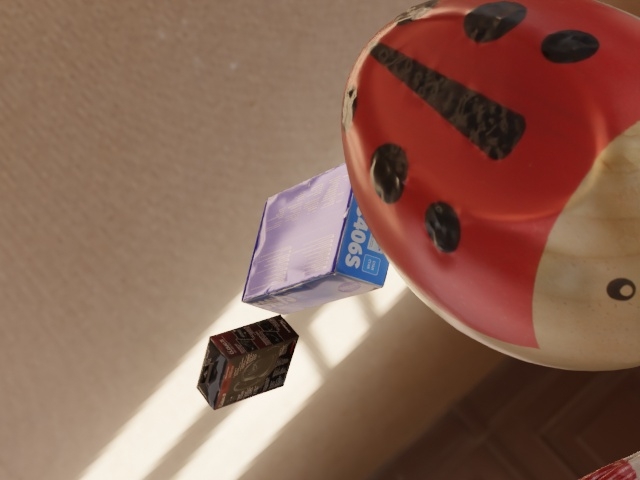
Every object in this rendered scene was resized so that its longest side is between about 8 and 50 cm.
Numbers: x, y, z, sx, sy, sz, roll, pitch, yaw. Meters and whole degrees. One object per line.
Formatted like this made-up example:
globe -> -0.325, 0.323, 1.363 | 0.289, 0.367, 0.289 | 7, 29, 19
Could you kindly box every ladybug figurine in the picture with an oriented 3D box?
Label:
ladybug figurine -> 0.164, -0.074, 1.354 | 0.162, 0.449, 0.305 | 30, 93, -47

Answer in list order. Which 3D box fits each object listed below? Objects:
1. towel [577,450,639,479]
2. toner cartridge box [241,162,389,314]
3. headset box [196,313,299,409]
towel -> 0.253, 0.375, 1.661 | 0.037, 0.237, 0.329 | 15, 144, -39
toner cartridge box -> 0.000, 0.000, 2.238 | 0.348, 0.075, 0.165 | -19, -124, 66
headset box -> -0.065, 0.104, 1.371 | 0.083, 0.032, 0.062 | -16, 138, -34
